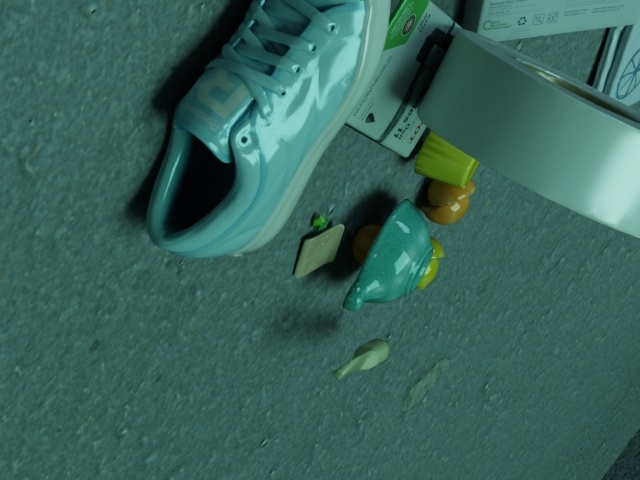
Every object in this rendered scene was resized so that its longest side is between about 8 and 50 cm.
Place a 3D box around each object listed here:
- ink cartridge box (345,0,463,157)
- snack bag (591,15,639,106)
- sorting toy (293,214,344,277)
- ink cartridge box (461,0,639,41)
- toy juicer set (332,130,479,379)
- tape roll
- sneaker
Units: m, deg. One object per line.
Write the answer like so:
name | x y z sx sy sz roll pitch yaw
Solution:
ink cartridge box | 0.060 -0.185 1.852 0.153 0.087 0.208 -59 156 4
snack bag | 0.493 -0.345 2.493 0.323 0.037 0.342 -28 143 -47
sorting toy | 0.000 0.000 2.044 0.062 0.012 0.083 -23 142 -42
ink cartridge box | 0.279 -0.329 2.018 0.223 0.045 0.224 -9 135 -23
toy juicer set | 0.081 0.027 2.148 0.329 0.089 0.209 -61 168 -11
tape roll | 0.241 -0.108 1.836 0.286 0.286 0.100 3 116 -61
sneaker | -0.053 -0.133 1.659 0.150 0.135 0.366 -16 132 -58
